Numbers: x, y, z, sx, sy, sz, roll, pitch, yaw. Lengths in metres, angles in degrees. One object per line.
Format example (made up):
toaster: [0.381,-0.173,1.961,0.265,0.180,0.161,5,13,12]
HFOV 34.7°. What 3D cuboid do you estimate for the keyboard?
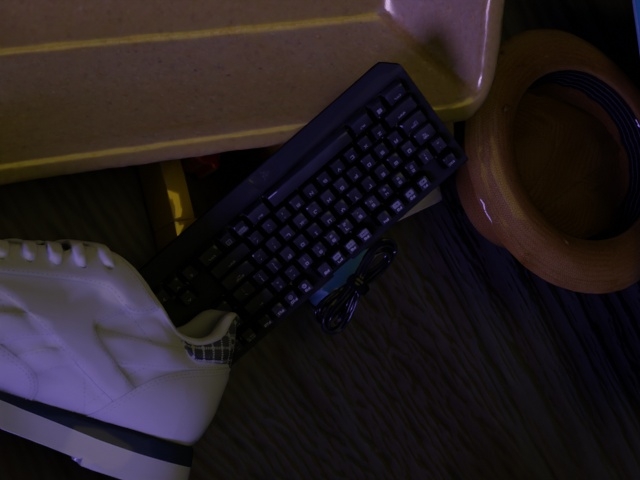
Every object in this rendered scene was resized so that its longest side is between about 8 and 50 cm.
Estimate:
keyboard: [0.000,0.000,0.548,0.180,0.023,0.108,-41,122,0]

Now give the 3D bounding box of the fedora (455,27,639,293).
fedora: [0.152,-0.048,0.690,0.194,0.079,0.195,11,71,-33]

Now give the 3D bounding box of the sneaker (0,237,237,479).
sneaker: [-0.142,0.033,0.458,0.235,0.090,0.095,31,79,-36]

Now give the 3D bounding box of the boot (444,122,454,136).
boot: [0.041,-0.066,0.607,0.087,0.042,0.119,19,68,-31]

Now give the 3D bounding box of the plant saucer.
plant saucer: [-0.065,-0.206,0.473,0.332,0.081,0.333,-10,120,-22]

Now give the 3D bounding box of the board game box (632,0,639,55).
board game box: [0.310,-0.053,0.743,0.253,0.079,0.336,17,66,-55]

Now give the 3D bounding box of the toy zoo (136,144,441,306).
toy zoo: [-0.031,-0.104,0.614,0.192,0.030,0.293,-10,82,-35]
